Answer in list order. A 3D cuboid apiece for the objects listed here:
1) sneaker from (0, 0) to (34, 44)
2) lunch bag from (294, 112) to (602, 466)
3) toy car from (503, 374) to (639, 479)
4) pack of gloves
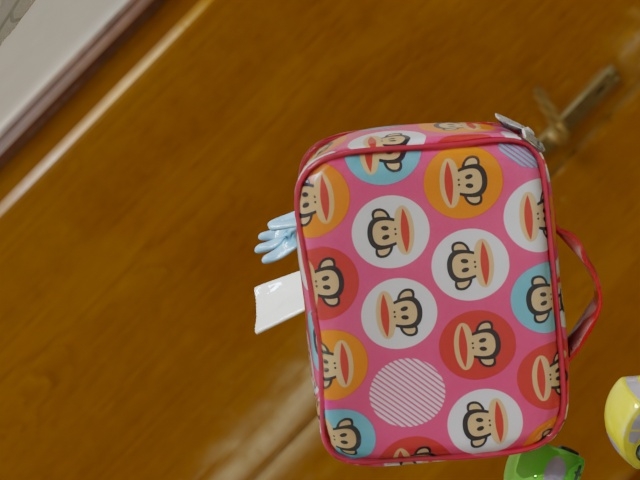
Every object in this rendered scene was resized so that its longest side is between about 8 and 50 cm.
[{"bbox_3d":[-0.261,-0.180,0.984,0.110,0.292,0.118,37,155,-22],"label":"sneaker"},{"bbox_3d":[0.113,0.043,1.166,0.120,0.258,0.293,-91,-4,-77],"label":"lunch bag"},{"bbox_3d":[0.219,0.209,1.185,0.053,0.239,0.225,29,164,-20],"label":"toy car"},{"bbox_3d":[0.000,0.000,1.794,0.046,0.232,0.195,49,-153,-38],"label":"pack of gloves"}]
